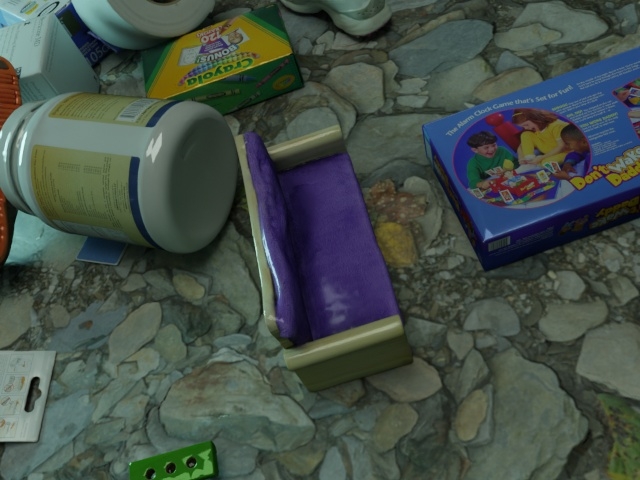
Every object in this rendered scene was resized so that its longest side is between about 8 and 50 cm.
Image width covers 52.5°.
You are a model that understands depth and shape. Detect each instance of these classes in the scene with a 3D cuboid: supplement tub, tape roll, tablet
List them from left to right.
[{"bbox_3d":[-0.361,0.014,1.076,0.083,0.006,0.054,7,58,19],"label":"tablet"},{"bbox_3d":[-0.314,-0.112,1.012,0.316,0.228,0.228,10,60,21],"label":"supplement tub"},{"bbox_3d":[-0.343,-0.505,1.253,0.246,0.246,0.169,-51,30,-20],"label":"tape roll"}]

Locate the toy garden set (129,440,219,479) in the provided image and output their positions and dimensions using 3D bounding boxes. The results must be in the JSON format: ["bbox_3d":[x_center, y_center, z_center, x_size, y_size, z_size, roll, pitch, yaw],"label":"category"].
[{"bbox_3d":[-0.201,0.383,0.754,0.204,0.049,0.244,-16,54,2],"label":"toy garden set"}]

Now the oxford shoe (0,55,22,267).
[{"bbox_3d":[-0.561,-0.124,1.075,0.130,0.133,0.363,5,83,-15],"label":"oxford shoe"}]

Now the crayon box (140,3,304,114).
[{"bbox_3d":[-0.186,-0.321,1.210,0.278,0.081,0.165,-19,53,2],"label":"crayon box"}]

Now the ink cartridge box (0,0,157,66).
[{"bbox_3d":[-0.547,-0.519,1.407,0.395,0.151,0.270,28,68,31],"label":"ink cartridge box"}]

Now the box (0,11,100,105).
[{"bbox_3d":[-0.516,-0.292,1.222,0.119,0.182,0.181,-14,53,7],"label":"box"}]

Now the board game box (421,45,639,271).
[{"bbox_3d":[0.350,-0.123,0.924,0.347,0.078,0.233,-19,53,2],"label":"board game box"}]

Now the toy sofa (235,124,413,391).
[{"bbox_3d":[0.000,0.000,0.879,0.150,0.177,0.362,-17,53,4],"label":"toy sofa"}]

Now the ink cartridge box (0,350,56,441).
[{"bbox_3d":[-0.487,0.234,0.952,0.179,0.045,0.145,1,54,-6],"label":"ink cartridge box"}]

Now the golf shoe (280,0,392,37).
[{"bbox_3d":[0.008,-0.503,1.248,0.306,0.140,0.115,33,72,33],"label":"golf shoe"}]
